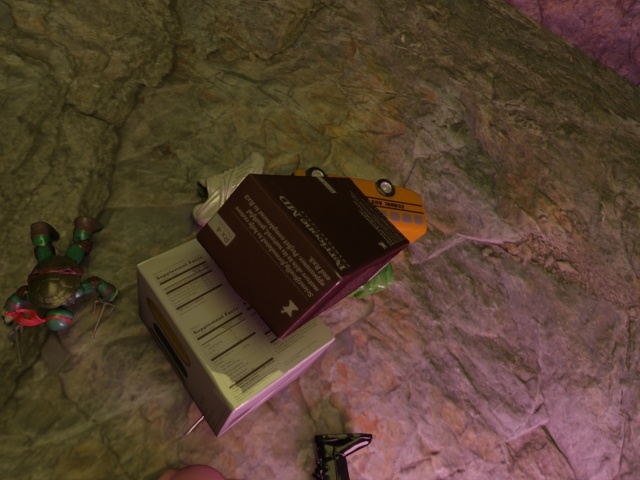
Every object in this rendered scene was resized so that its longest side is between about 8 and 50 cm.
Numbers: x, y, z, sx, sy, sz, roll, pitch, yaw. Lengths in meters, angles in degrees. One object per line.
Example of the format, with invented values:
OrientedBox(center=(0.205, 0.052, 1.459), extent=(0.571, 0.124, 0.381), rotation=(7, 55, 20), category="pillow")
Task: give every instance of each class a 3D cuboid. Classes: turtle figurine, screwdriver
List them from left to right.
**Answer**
OrientedBox(center=(-0.427, 0.073, 0.746), extent=(0.175, 0.118, 0.234), rotation=(1, 59, -25), category="turtle figurine")
OrientedBox(center=(-0.176, 0.283, 0.807), extent=(0.025, 0.024, 0.170), rotation=(24, 51, 22), category="screwdriver")

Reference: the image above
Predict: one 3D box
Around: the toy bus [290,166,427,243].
OrientedBox(center=(0.078, -0.074, 1.061), extent=(0.333, 0.108, 0.130), rotation=(6, 65, -24), category="toy bus")

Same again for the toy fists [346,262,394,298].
OrientedBox(center=(0.027, 0.057, 0.980), extent=(0.279, 0.096, 0.142), rotation=(6, 54, -21), category="toy fists")

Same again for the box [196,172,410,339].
OrientedBox(center=(0.000, 0.000, 0.751), extent=(0.191, 0.143, 0.381), rotation=(48, 23, 10), category="box")

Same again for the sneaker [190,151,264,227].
OrientedBox(center=(-0.200, -0.119, 0.965), extent=(0.115, 0.090, 0.232), rotation=(27, 56, -7), category="sneaker")

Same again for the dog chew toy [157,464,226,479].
OrientedBox(center=(-0.117, 0.463, 0.645), extent=(0.332, 0.206, 0.206), rotation=(42, 55, 9), category="dog chew toy")

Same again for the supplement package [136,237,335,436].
OrientedBox(center=(-0.154, 0.145, 0.764), extent=(0.198, 0.199, 0.262), rotation=(-29, 71, -33), category="supplement package")

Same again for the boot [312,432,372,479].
OrientedBox(center=(0.044, 0.411, 0.834), extent=(0.121, 0.045, 0.099), rotation=(3, 61, -16), category="boot")
